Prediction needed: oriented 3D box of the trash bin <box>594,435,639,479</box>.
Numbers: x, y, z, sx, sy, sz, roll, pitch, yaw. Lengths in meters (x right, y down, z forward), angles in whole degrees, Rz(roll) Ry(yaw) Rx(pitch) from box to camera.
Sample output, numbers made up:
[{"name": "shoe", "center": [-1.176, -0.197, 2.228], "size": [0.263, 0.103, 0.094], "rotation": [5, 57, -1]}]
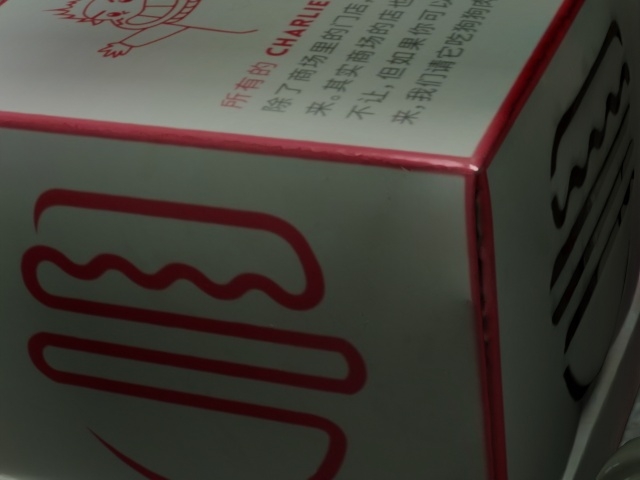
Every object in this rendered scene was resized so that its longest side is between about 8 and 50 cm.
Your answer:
[{"name": "trash bin", "center": [0.219, 0.144, 0.613], "size": [0.182, 0.209, 0.290], "rotation": [14, 33, 33]}]

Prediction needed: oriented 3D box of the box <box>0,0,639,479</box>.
[{"name": "box", "center": [0.000, 0.000, 0.790], "size": [0.312, 0.300, 0.314], "rotation": [7, 36, 22]}]
